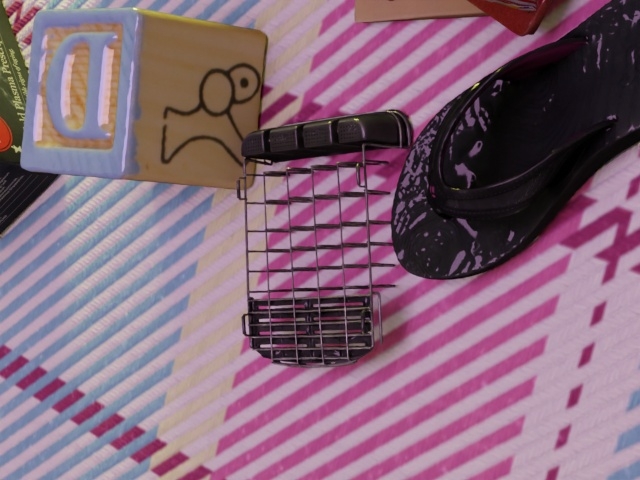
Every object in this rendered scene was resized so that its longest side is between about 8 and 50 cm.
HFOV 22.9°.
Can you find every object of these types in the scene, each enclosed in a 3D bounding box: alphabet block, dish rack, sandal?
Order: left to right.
[{"bbox_3d":[-0.201,-0.160,1.802,0.193,0.197,0.192,9,93,43],"label":"alphabet block"},{"bbox_3d":[0.000,0.000,1.694,0.208,0.074,0.271,-4,87,44],"label":"dish rack"},{"bbox_3d":[0.202,-0.116,1.483,0.446,0.107,0.167,-40,62,35],"label":"sandal"}]

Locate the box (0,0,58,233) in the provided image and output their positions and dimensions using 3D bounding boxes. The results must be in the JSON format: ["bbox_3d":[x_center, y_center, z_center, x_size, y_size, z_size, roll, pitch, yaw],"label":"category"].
[{"bbox_3d":[-0.550,-0.195,2.051,0.179,0.312,0.343,-40,62,34],"label":"box"}]

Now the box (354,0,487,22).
[{"bbox_3d":[0.118,-0.310,1.631,0.201,0.021,0.164,4,91,42],"label":"box"}]

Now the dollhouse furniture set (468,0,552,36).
[{"bbox_3d":[0.064,-0.354,1.544,0.374,0.201,0.152,43,116,42],"label":"dollhouse furniture set"}]
